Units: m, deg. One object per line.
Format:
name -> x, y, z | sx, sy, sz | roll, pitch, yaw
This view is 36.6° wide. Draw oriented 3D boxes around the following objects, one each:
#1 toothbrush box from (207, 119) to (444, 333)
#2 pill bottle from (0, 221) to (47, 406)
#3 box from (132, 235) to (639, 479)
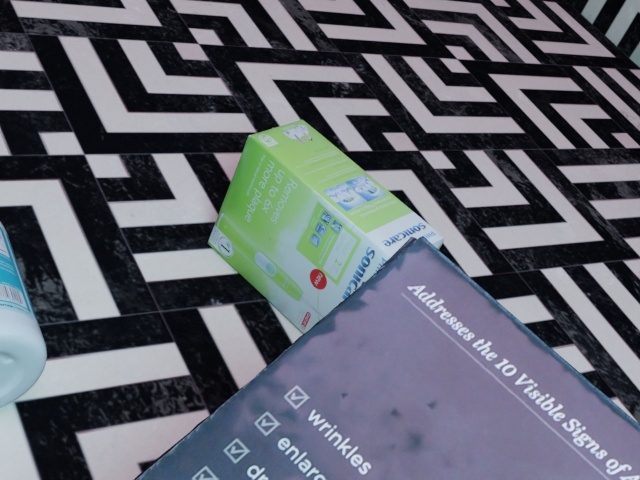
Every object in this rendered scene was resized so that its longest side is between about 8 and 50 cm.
toothbrush box -> 0.000, 0.000, 1.356 | 0.283, 0.206, 0.122 | 41, 39, 20
pill bottle -> -0.413, 0.056, 1.096 | 0.146, 0.146, 0.264 | -3, 44, -33
box -> 0.070, 0.342, 0.726 | 0.472, 0.297, 0.480 | -40, 68, -19
